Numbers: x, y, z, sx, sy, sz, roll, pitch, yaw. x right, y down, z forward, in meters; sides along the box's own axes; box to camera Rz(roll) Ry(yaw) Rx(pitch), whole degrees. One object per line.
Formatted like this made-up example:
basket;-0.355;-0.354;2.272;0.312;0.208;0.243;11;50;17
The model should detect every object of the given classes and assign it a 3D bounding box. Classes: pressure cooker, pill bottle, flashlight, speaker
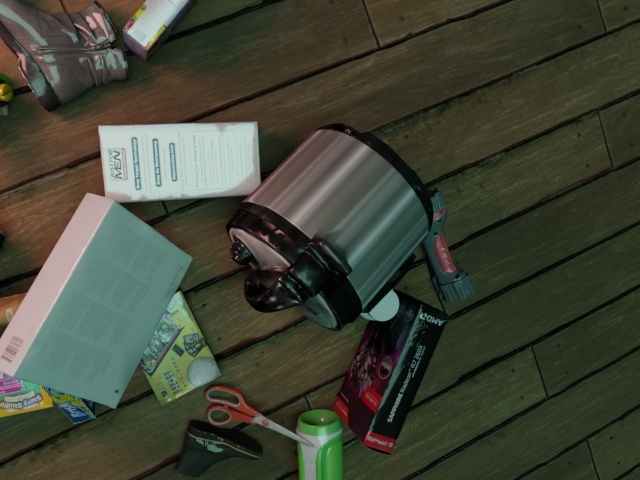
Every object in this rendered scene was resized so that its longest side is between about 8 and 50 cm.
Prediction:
pressure cooker;-0.005;-0.004;1.325;0.420;0.376;0.369;-47;149;-18
pill bottle;0.126;0.142;1.496;0.108;0.180;0.107;-2;97;-17
flashlight;0.327;0.015;1.582;0.103;0.103;0.304;-28;102;-14
speaker;0.001;0.602;1.545;0.131;0.131;0.296;-4;98;-16

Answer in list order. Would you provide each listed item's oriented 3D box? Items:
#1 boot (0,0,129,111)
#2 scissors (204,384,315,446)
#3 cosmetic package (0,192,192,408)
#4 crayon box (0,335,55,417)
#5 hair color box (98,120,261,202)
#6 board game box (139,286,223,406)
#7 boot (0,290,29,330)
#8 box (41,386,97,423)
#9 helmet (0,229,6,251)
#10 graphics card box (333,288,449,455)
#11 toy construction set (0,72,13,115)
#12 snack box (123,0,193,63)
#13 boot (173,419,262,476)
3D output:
boot;-0.571;-0.466;1.263;0.223;0.118;0.338;-31;115;-14
scissors;-0.151;0.437;1.475;0.297;0.021;0.108;11;98;8
cosmetic package;-0.459;0.134;1.243;0.284;0.098;0.377;48;61;-53
crayon box;-0.744;0.308;1.311;0.279;0.081;0.165;-8;99;-16
hair color box;-0.318;-0.181;1.364;0.348;0.105;0.173;-5;98;-16
board game box;-0.364;0.257;1.438;0.165;0.042;0.243;-25;103;-12
boot;-0.691;0.153;1.283;0.270;0.236;0.089;-12;90;9
box;-0.564;0.344;1.336;0.054;0.059;0.168;-15;134;-3
helmet;-0.766;0.004;1.226;0.169;0.169;0.161;46;66;-16
graphics card box;0.171;0.316;1.504;0.094;0.233;0.370;24;90;-17
toy construction set;-0.777;-0.318;1.177;0.308;0.258;0.237;63;34;-30
snack box;-0.337;-0.496;1.283;0.070;0.174;0.207;37;86;-18
boot;-0.259;0.549;1.497;0.198;0.077;0.136;22;95;-5
